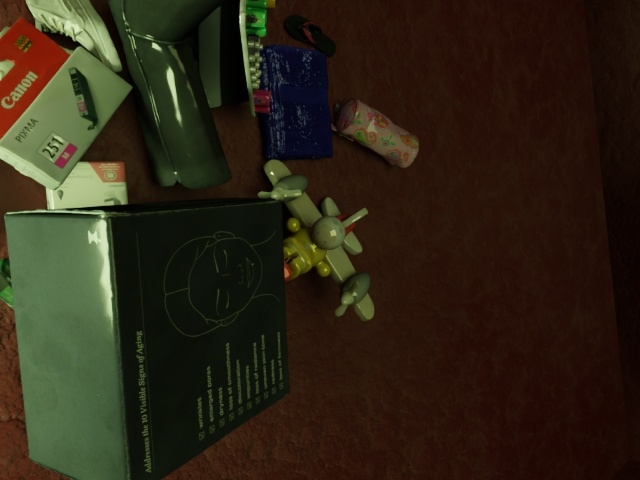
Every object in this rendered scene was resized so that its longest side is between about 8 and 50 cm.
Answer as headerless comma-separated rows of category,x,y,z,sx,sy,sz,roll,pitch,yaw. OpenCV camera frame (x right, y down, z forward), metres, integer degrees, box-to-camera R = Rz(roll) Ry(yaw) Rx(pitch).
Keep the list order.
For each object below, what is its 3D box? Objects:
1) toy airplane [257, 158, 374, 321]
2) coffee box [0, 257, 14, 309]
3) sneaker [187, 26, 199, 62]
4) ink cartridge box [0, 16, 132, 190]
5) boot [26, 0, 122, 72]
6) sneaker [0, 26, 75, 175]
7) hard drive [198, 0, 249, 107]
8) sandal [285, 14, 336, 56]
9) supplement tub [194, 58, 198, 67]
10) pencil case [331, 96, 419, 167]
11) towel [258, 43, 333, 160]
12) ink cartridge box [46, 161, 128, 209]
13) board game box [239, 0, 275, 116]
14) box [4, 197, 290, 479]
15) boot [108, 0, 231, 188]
toy airplane,0.000,0.000,1.359,0.386,0.272,0.384,17,66,-21
coffee box,-0.613,0.097,1.020,0.040,0.184,0.113,-46,117,-18
sneaker,-0.315,-0.508,1.188,0.281,0.162,0.106,15,85,-33
ink cartridge box,-0.549,-0.277,0.995,0.239,0.060,0.275,38,62,-28
boot,-0.534,-0.454,1.076,0.123,0.095,0.258,-30,86,-21
sneaker,-0.628,-0.288,1.040,0.169,0.108,0.293,17,74,-31
hard drive,-0.226,-0.456,1.235,0.172,0.054,0.255,-37,137,-57
sandal,-0.020,-0.590,1.449,0.179,0.040,0.067,20,82,-32
supplement tub,-0.356,-0.428,1.222,0.107,0.071,0.071,24,80,-32
pencil case,0.170,-0.325,1.549,0.284,0.124,0.124,22,81,-31
towel,-0.063,-0.380,1.413,0.227,0.076,0.308,-8,98,-32
ink cartridge box,-0.516,-0.065,1.129,0.158,0.092,0.218,-6,99,-33
board game box,-0.133,-0.539,1.144,0.050,0.390,0.390,2,77,-4
box,-0.316,0.160,1.050,0.472,0.297,0.480,-13,103,-61
boot,-0.269,-0.317,1.053,0.146,0.367,0.445,-28,122,-40
